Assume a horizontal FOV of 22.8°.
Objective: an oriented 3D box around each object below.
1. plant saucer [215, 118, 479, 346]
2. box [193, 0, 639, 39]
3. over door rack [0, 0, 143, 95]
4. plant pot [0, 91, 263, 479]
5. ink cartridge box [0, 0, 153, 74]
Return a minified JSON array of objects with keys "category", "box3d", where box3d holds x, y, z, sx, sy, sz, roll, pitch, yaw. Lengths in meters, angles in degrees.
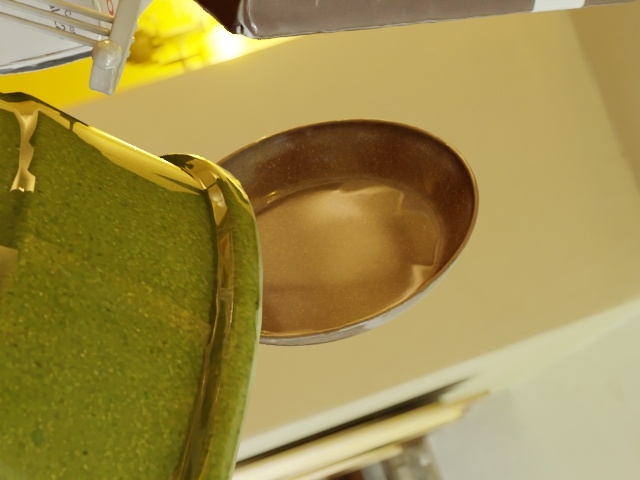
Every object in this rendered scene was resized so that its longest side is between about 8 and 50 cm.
[{"category":"plant saucer","box3d":[0.000,0.000,0.954,0.198,0.199,0.036,-121,-169,-49]},{"category":"box","box3d":[0.032,-0.187,0.590,0.167,0.203,0.168,45,-43,50]},{"category":"over door rack","box3d":[-0.191,-0.277,0.967,0.108,0.240,0.324,120,-13,-78]},{"category":"plant pot","box3d":[-0.266,0.053,0.466,0.353,0.366,0.366,30,6,-22]},{"category":"ink cartridge box","box3d":[-0.184,-0.221,1.103,0.218,0.092,0.158,-77,154,-69]}]
